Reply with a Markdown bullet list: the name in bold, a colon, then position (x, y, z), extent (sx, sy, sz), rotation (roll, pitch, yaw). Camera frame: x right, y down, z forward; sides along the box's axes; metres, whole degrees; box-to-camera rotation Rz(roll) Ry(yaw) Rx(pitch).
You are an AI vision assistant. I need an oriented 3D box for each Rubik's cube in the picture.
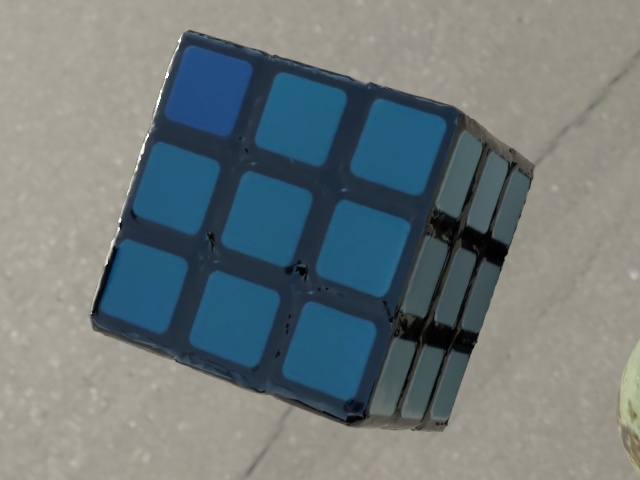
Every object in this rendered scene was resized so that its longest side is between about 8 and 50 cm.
- **Rubik's cube**: position (0.000, 0.000, 0.859), extent (0.162, 0.163, 0.160), rotation (18, 89, 22)

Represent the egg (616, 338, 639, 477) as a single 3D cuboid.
- **egg**: position (0.435, 0.137, 1.370), extent (0.379, 0.287, 0.287), rotation (-18, 44, 26)
